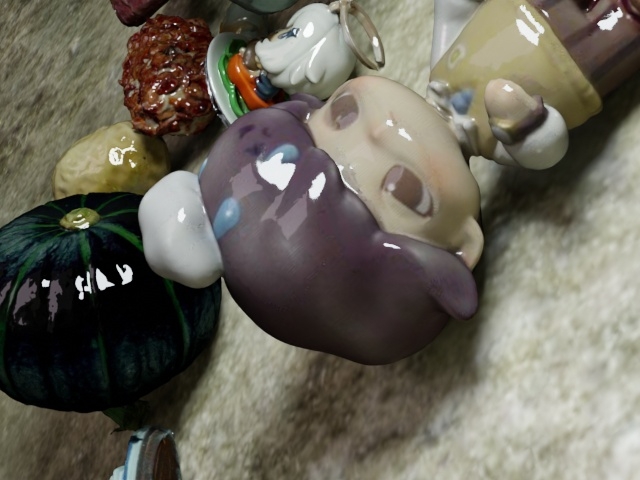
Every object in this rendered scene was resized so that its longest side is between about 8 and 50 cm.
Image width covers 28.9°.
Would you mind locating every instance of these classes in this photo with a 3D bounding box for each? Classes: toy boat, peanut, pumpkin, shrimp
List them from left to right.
[{"bbox_3d":[-0.259,-0.034,1.400,0.236,0.120,0.110,-53,49,12],"label":"peanut"},{"bbox_3d":[-0.214,0.083,1.187,0.248,0.248,0.248,-34,43,39],"label":"pumpkin"},{"bbox_3d":[-0.164,0.230,1.133,0.066,0.059,0.140,-24,46,24],"label":"toy boat"},{"bbox_3d":[-0.046,-0.222,1.288,0.166,0.049,0.161,-35,45,37],"label":"shrimp"}]

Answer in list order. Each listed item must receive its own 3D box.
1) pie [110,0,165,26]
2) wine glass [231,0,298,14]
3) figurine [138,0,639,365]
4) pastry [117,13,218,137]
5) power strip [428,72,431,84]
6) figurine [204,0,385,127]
[{"bbox_3d":[-0.159,-0.332,1.442,0.204,0.054,0.219,-31,17,41],"label":"pie"},{"bbox_3d":[0.064,-0.386,1.021,0.406,0.267,0.267,-19,52,33],"label":"wine glass"},{"bbox_3d":[0.071,-0.062,0.859,0.365,0.218,0.206,-44,-7,27],"label":"figurine"},{"bbox_3d":[-0.161,-0.179,1.364,0.208,0.097,0.115,-114,43,-59],"label":"pastry"},{"bbox_3d":[0.112,-0.128,1.007,0.049,0.028,0.178,-20,54,48],"label":"power strip"},{"bbox_3d":[-0.012,-0.162,1.149,0.153,0.132,0.132,-25,48,30],"label":"figurine"}]
